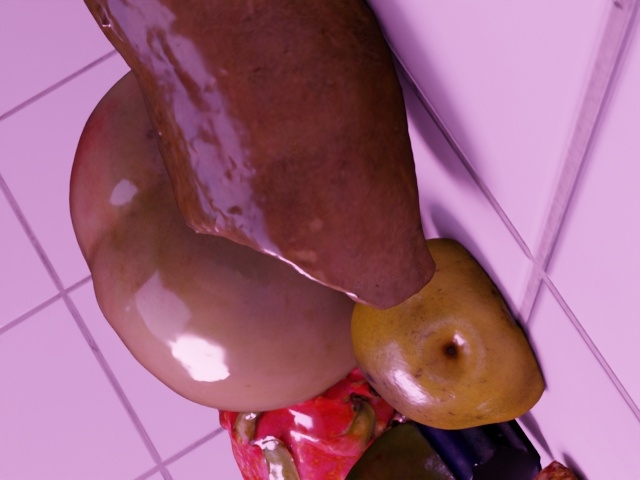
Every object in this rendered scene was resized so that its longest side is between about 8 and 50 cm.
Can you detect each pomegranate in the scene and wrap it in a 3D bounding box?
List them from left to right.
[{"bbox_3d":[0.120,0.271,1.361,0.187,0.187,0.225,58,-169,15],"label":"pomegranate"}]

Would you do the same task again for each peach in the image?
[{"bbox_3d":[-0.070,-0.004,1.064,0.292,0.247,0.292,39,149,28],"label":"peach"}]

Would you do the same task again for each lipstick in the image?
[{"bbox_3d":[0.067,0.077,1.196,0.418,0.077,0.077,56,175,50],"label":"lipstick"}]

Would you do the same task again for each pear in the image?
[{"bbox_3d":[0.077,0.072,0.918,0.141,0.104,0.141,59,180,0],"label":"pear"}]

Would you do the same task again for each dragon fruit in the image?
[{"bbox_3d":[0.004,0.196,1.543,0.231,0.237,0.302,-124,33,-72],"label":"dragon fruit"}]

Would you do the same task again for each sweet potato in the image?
[{"bbox_3d":[-0.051,-0.130,0.764,0.158,0.158,0.369,-146,32,-79],"label":"sweet potato"}]

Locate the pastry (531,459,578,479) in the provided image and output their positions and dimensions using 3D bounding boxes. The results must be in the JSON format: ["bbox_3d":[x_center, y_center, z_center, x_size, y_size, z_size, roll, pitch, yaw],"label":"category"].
[{"bbox_3d":[0.196,0.245,0.985,0.169,0.063,0.087,59,173,8],"label":"pastry"}]
